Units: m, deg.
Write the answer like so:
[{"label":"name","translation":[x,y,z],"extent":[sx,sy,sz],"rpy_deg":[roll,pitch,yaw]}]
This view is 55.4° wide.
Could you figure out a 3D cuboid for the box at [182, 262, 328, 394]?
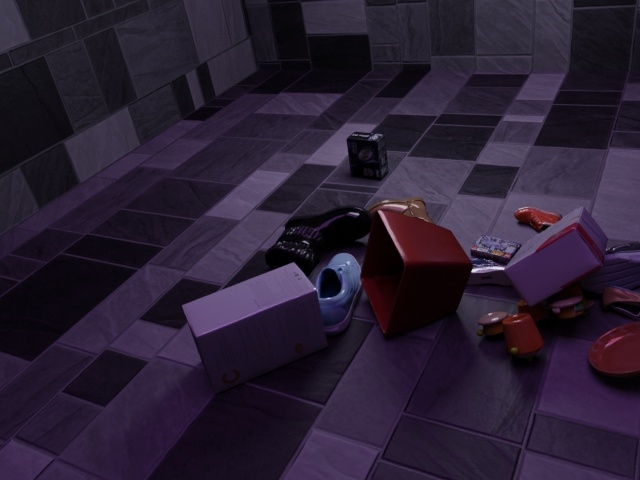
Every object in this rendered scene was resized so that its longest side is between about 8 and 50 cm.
[{"label":"box","translation":[-0.180,0.242,1.715],"extent":[0.346,0.214,0.168],"rpy_deg":[-20,33,-16]}]

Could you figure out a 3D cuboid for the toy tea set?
[{"label":"toy tea set","translation":[0.603,0.225,1.643],"extent":[0.336,0.124,0.200],"rpy_deg":[-20,4,-8]}]

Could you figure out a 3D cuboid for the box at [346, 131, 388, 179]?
[{"label":"box","translation":[0.200,-0.358,2.576],"extent":[0.148,0.180,0.077],"rpy_deg":[12,37,30]}]

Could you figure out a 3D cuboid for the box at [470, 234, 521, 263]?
[{"label":"box","translation":[0.575,0.029,2.001],"extent":[0.137,0.027,0.094],"rpy_deg":[16,41,35]}]

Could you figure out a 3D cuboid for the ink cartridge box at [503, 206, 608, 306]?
[{"label":"ink cartridge box","translation":[0.658,0.039,1.690],"extent":[0.226,0.131,0.306],"rpy_deg":[-39,-8,30]}]

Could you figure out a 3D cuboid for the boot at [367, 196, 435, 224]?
[{"label":"boot","translation":[0.293,-0.049,2.153],"extent":[0.236,0.089,0.269],"rpy_deg":[-15,36,4]}]

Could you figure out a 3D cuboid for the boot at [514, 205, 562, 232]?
[{"label":"boot","translation":[0.736,-0.068,2.083],"extent":[0.158,0.059,0.084],"rpy_deg":[10,42,28]}]

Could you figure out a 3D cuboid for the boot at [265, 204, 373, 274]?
[{"label":"boot","translation":[0.000,0.004,2.107],"extent":[0.348,0.131,0.260],"rpy_deg":[-11,24,20]}]

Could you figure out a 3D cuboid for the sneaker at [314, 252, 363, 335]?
[{"label":"sneaker","translation":[0.057,0.122,1.893],"extent":[0.135,0.150,0.365],"rpy_deg":[-4,33,9]}]

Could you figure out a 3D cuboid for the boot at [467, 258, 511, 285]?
[{"label":"boot","translation":[0.534,0.089,1.879],"extent":[0.190,0.069,0.086],"rpy_deg":[0,36,19]}]

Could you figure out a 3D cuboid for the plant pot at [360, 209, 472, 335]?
[{"label":"plant pot","translation":[0.283,0.088,1.781],"extent":[0.236,0.267,0.267],"rpy_deg":[-1,37,-16]}]

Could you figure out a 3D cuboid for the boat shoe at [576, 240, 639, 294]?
[{"label":"boat shoe","translation":[0.876,0.075,1.782],"extent":[0.336,0.121,0.119],"rpy_deg":[-8,21,-13]}]

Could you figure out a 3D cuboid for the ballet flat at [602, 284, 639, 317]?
[{"label":"ballet flat","translation":[0.885,0.181,1.650],"extent":[0.233,0.080,0.073],"rpy_deg":[9,65,33]}]

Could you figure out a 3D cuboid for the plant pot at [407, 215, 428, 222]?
[{"label":"plant pot","translation":[0.273,0.024,2.021],"extent":[0.237,0.032,0.236],"rpy_deg":[-17,50,22]}]

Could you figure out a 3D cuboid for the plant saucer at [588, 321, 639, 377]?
[{"label":"plant saucer","translation":[0.763,0.272,1.495],"extent":[0.200,0.037,0.200],"rpy_deg":[-29,13,8]}]
